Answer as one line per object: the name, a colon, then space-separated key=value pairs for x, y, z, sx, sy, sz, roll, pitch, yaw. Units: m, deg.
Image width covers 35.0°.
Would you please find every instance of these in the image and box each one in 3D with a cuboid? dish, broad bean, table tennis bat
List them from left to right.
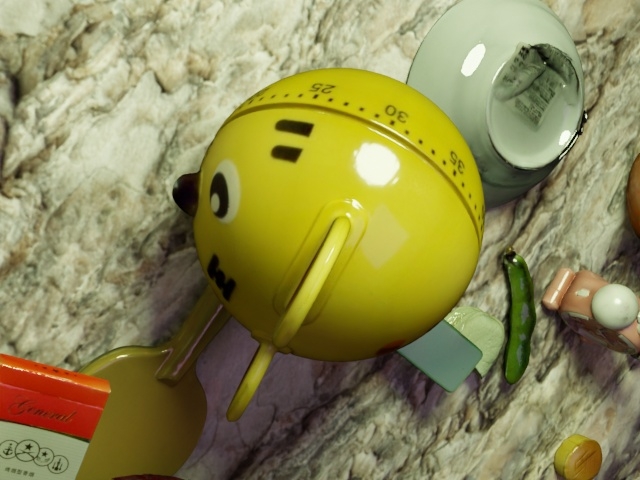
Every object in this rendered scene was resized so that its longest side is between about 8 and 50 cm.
table tennis bat: x=-0.206 y=0.186 z=1.274 sx=0.198 sy=0.050 sz=0.320 roll=37 pitch=87 yaw=-31
dish: x=0.270 y=-0.187 z=1.407 sx=0.317 sy=0.106 sz=0.316 roll=-8 pitch=107 yaw=-27
broad bean: x=0.298 y=0.110 z=1.544 sx=0.069 sy=0.039 sz=0.226 roll=-22 pitch=112 yaw=-37

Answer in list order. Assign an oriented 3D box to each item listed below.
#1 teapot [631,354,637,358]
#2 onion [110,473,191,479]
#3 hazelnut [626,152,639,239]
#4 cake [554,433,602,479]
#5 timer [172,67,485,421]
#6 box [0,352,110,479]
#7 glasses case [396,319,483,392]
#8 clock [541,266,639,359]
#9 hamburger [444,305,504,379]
teapot: x=0.521 y=0.142 z=1.679 sx=0.043 sy=0.043 sz=0.110 roll=-31 pitch=114 yaw=-19
onion: x=-0.212 y=0.407 z=1.234 sx=0.252 sy=0.219 sz=0.252 roll=5 pitch=76 yaw=-21
hazelnut: x=0.574 y=-0.065 z=1.578 sx=0.214 sy=0.176 sz=0.214 roll=17 pitch=64 yaw=-38
cake: x=0.430 y=0.365 z=1.686 sx=0.084 sy=0.044 sz=0.084 roll=-7 pitch=105 yaw=-26
timer: x=0.000 y=0.000 z=1.147 sx=0.376 sy=0.376 sz=0.387 roll=50 pitch=53 yaw=-30
box: x=-0.354 y=0.262 z=1.195 sx=0.139 sy=0.035 sz=0.245 roll=18 pitch=99 yaw=-23
glasses case: x=0.137 y=0.130 z=1.421 sx=0.184 sy=0.039 sz=0.077 roll=39 pitch=92 yaw=-13
clock: x=0.448 y=0.110 z=1.558 sx=0.166 sy=0.162 sz=0.092 roll=40 pitch=80 yaw=-32
hamburger: x=0.229 y=0.144 z=1.509 sx=0.084 sy=0.054 sz=0.121 roll=-52 pitch=124 yaw=-12
